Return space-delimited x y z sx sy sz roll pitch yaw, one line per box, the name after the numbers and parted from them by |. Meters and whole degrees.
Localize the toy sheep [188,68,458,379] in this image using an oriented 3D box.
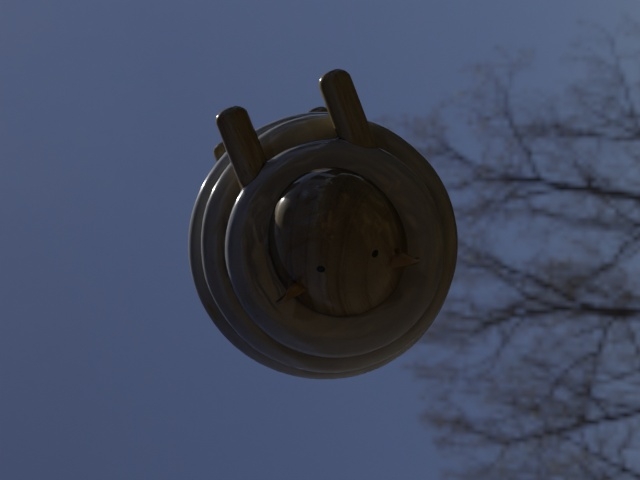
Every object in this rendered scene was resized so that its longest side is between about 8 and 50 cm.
0.000 0.000 0.455 0.132 0.091 0.091 101 172 -86 | toy sheep
